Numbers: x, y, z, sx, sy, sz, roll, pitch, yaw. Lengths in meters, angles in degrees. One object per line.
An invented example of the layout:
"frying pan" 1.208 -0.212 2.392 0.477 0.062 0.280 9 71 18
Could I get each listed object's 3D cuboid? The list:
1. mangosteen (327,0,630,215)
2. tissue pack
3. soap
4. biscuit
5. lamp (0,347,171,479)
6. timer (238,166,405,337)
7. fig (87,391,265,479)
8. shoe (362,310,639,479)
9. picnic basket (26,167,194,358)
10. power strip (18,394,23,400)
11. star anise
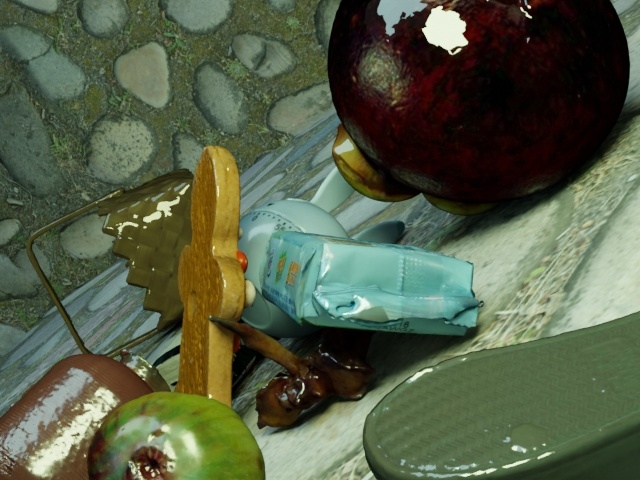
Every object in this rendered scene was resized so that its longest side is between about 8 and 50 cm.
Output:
"mangosteen" 0.154 -0.160 1.174 0.307 0.307 0.347 -46 -17 -32
"tissue pack" -0.121 0.123 1.372 0.103 0.090 0.170 -30 15 39
"soap" 0.036 0.038 1.052 0.293 0.156 0.077 -167 83 -78
"biscuit" -0.109 0.063 1.171 0.049 0.324 0.205 0 2 -19
"lamp" -0.266 0.236 1.206 0.258 0.180 0.180 -47 13 -25
"timer" -0.021 0.006 1.319 0.175 0.175 0.255 -31 16 35
"fig" -0.107 0.206 0.968 0.149 0.149 0.245 -39 -17 -1
"shoe" 0.147 0.106 0.600 0.241 0.093 0.108 -18 28 -4
"picnic basket" -0.311 0.033 1.923 0.321 0.254 0.291 -29 10 -5
"power strip" -0.390 0.285 1.486 0.261 0.141 0.229 -32 14 46
"star anise" -0.030 0.101 1.047 0.158 0.144 0.140 -39 3 4
